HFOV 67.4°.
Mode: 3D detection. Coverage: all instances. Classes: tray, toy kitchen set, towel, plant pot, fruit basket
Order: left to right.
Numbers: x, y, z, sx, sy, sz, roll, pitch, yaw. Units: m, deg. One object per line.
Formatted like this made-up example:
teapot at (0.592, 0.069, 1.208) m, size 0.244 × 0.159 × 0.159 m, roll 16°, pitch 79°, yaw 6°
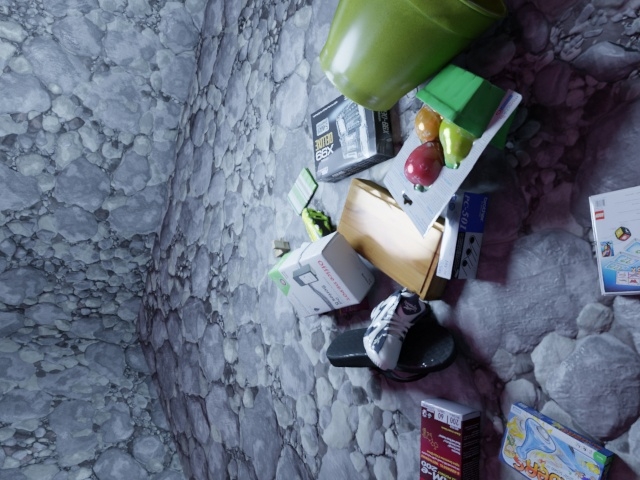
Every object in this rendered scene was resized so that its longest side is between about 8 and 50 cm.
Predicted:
toy kitchen set at (-0.175, 0.018, 1.874) m, size 0.083 × 0.075 × 0.068 m, roll -37°, pitch 58°, yaw 42°
towel at (-0.066, -0.181, 1.788) m, size 0.152 × 0.023 × 0.113 m, roll -56°, pitch 48°, yaw 32°
tray at (0.204, -0.018, 1.359) m, size 0.411 × 0.076 × 0.202 m, roll 38°, pitch 118°, yaw 49°
plant pot at (0.181, -0.520, 1.162) m, size 0.353 × 0.367 × 0.366 m, roll -47°, pitch 52°, yaw 40°
fruit basket at (0.293, -0.220, 1.136) m, size 0.327 × 0.166 × 0.352 m, roll -110°, pitch 39°, yaw -58°

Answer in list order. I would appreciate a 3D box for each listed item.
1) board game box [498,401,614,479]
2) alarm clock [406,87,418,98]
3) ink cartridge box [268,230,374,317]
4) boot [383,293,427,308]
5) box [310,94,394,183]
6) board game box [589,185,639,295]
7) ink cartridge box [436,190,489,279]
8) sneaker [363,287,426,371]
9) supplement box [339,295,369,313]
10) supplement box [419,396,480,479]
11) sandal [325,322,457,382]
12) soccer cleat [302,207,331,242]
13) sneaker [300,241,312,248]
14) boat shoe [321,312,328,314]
board game box at (0.476, 0.444, 0.986) m, size 0.201 × 0.035 × 0.136 m, roll 20°, pitch 104°, yaw 53°
alarm clock at (0.224, -0.473, 1.363) m, size 0.129 × 0.064 × 0.191 m, roll -43°, pitch 60°, yaw 34°
ink cartridge box at (0.000, 0.113, 1.488) m, size 0.273 × 0.114 × 0.198 m, roll -24°, pitch 109°, yaw 46°
boot at (0.233, 0.175, 1.339) m, size 0.107 × 0.037 × 0.114 m, roll -33°, pitch 28°, yaw 8°
box at (0.092, -0.338, 1.527) m, size 0.308 × 0.077 × 0.242 m, roll -15°, pitch 76°, yaw 53°
board game box at (0.624, -0.011, 0.796) m, size 0.305 × 0.053 × 0.192 m, roll -13°, pitch 77°, yaw 53°
ink cartridge box at (0.341, -0.012, 1.148) m, size 0.046 × 0.097 × 0.206 m, roll 16°, pitch 101°, yaw 53°
sneaker at (0.191, 0.201, 1.181) m, size 0.094 × 0.235 × 0.153 m, roll 35°, pitch 118°, yaw -1°
supplement box at (0.104, 0.201, 1.498) m, size 0.083 × 0.055 × 0.043 m, roll -22°, pitch 72°, yaw 52°
supplement box at (0.314, 0.522, 1.174) m, size 0.130 × 0.073 × 0.239 m, roll 0°, pitch 89°, yaw 54°
sandal at (0.199, 0.309, 1.305) m, size 0.446 × 0.168 × 0.107 m, roll -13°, pitch 114°, yaw 53°
soccer cleat at (-0.001, 0.000, 1.623) m, size 0.289 × 0.094 × 0.121 m, roll 57°, pitch 134°, yaw 38°
sneaker at (-0.042, 0.080, 1.707) m, size 0.061 × 0.054 × 0.152 m, roll -2°, pitch 86°, yaw 51°
boat shoe at (0.005, 0.232, 1.635) m, size 0.133 × 0.049 × 0.041 m, roll -31°, pitch 56°, yaw 44°
